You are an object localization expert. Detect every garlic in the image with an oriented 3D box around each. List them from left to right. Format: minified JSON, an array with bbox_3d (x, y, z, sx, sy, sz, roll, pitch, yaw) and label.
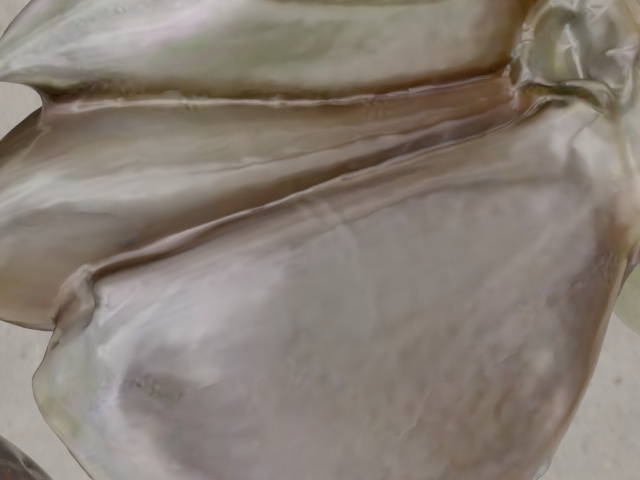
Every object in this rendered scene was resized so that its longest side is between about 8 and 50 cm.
[{"bbox_3d":[0.000,0.000,0.739,0.325,0.132,0.279,-21,102,-20],"label":"garlic"}]

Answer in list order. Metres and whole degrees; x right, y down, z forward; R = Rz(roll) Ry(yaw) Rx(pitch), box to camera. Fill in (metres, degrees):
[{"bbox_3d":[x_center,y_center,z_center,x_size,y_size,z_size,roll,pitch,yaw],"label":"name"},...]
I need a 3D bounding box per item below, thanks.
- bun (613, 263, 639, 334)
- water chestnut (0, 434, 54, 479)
[{"bbox_3d":[0.305,-0.073,1.203,0.362,0.234,0.326,-2,106,-53],"label":"bun"},{"bbox_3d":[-0.303,0.245,1.370,0.289,0.289,0.244,-12,80,-2],"label":"water chestnut"}]
